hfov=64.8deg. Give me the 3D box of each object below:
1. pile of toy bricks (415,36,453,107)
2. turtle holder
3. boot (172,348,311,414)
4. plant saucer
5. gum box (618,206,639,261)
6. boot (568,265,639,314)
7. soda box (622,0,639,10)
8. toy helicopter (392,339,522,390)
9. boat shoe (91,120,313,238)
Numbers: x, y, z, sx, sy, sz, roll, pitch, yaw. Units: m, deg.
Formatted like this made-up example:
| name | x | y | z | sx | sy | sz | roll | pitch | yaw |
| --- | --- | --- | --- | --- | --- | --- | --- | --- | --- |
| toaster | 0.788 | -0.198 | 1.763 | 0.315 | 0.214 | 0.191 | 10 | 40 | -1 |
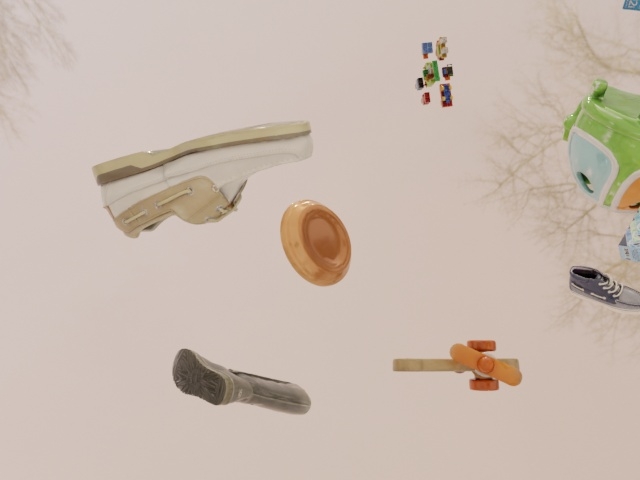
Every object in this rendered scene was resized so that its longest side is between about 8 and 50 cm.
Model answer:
| name | x | y | z | sx | sy | sz | roll | pitch | yaw |
| --- | --- | --- | --- | --- | --- | --- | --- | --- | --- |
| pile of toy bricks | 0.345 | -0.510 | 1.567 | 0.118 | 0.105 | 0.212 | -7 | -88 | -2 |
| turtle holder | 0.609 | -0.200 | 1.033 | 0.243 | 0.227 | 0.320 | -18 | -138 | -34 |
| boot | -0.144 | 0.262 | 0.925 | 0.189 | 0.208 | 0.076 | 20 | -89 | 42 |
| plant saucer | 0.000 | 0.000 | 1.091 | 0.200 | 0.037 | 0.200 | 24 | -126 | -37 |
| gum box | 0.607 | -0.021 | 0.806 | 0.184 | 0.041 | 0.157 | 13 | -123 | 50 |
| boot | 0.712 | 0.121 | 1.245 | 0.190 | 0.086 | 0.069 | 14 | -121 | 37 |
| soda box | 0.551 | -0.474 | 0.787 | 0.067 | 0.210 | 0.071 | 28 | -140 | 34 |
| toy helicopter | 0.369 | 0.338 | 1.354 | 0.355 | 0.235 | 0.140 | 3 | -102 | -13 |
| boat shoe | -0.139 | -0.074 | 0.620 | 0.302 | 0.103 | 0.113 | -8 | -168 | 26 |
